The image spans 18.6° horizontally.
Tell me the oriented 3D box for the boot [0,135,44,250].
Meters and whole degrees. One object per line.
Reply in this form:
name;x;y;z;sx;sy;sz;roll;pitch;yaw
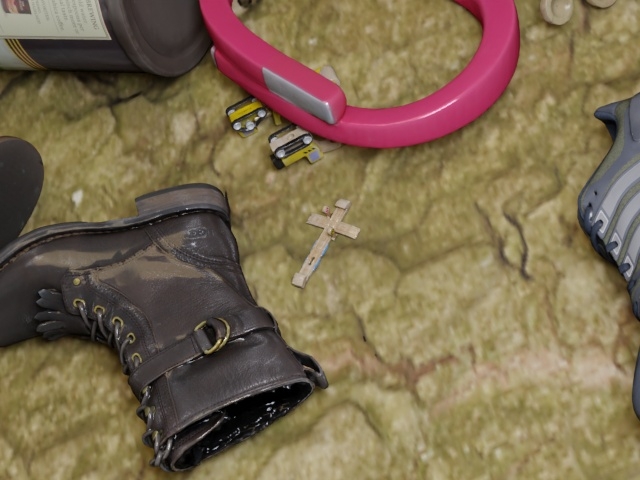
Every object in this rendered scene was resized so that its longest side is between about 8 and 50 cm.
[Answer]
boot;-0.365;0.015;1.646;0.305;0.112;0.115;-46;44;-8

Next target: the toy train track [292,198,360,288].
toy train track;0.000;0.000;1.559;0.048;0.014;0.083;18;68;30

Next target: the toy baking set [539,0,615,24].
toy baking set;0.184;-0.285;1.539;0.030;0.256;0.197;8;71;57

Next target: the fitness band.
fitness band;0.031;-0.182;1.620;0.209;0.054;0.291;-38;52;-22

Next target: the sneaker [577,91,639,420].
sneaker;0.247;0.009;1.412;0.121;0.111;0.300;-9;50;29

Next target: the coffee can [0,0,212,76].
coffee can;-0.246;-0.246;1.696;0.275;0.201;0.201;4;61;24

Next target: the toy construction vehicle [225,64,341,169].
toy construction vehicle;-0.020;-0.098;1.621;0.098;0.035;0.086;-28;42;0

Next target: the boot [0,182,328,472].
boot;-0.146;0.083;1.516;0.263;0.091;0.229;-25;53;3
